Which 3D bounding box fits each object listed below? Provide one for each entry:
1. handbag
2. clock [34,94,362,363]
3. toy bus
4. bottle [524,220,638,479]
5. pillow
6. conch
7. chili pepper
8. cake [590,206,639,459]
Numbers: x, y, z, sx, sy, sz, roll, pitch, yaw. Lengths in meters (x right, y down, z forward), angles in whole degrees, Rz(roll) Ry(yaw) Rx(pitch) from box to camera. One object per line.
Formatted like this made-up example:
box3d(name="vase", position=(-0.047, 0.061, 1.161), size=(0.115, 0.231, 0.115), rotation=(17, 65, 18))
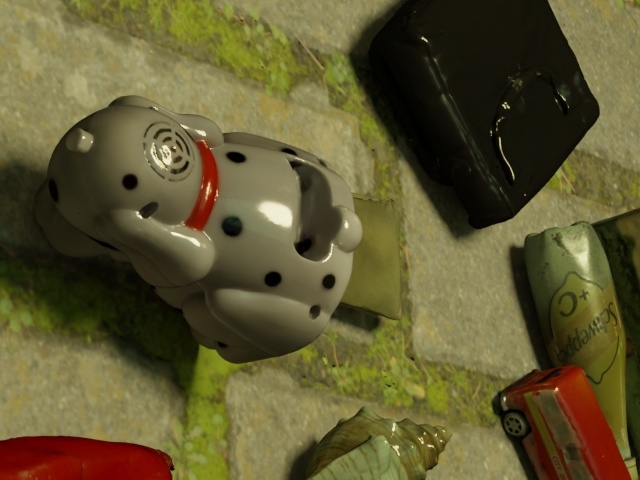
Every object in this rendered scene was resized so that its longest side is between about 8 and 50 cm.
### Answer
box3d(name="handbag", position=(0.169, -0.162, 2.016), size=(0.244, 0.088, 0.275), rotation=(60, 38, -14))
box3d(name="clock", position=(-0.114, -0.024, 1.574), size=(0.254, 0.189, 0.188), rotation=(25, 56, -41))
box3d(name="toy bus", position=(0.247, 0.208, 1.946), size=(0.079, 0.077, 0.174), rotation=(-28, 95, -49))
box3d(name="bottle", position=(0.272, 0.116, 2.011), size=(0.083, 0.083, 0.269), rotation=(-12, 86, -49))
box3d(name="pillow", position=(0.000, 0.000, 1.782), size=(0.208, 0.053, 0.119), rotation=(15, 61, -40))
box3d(name="conch", position=(0.036, 0.211, 1.666), size=(0.114, 0.137, 0.234), rotation=(49, 35, 2))
box3d(name="chili pepper", position=(-0.224, 0.190, 1.420), size=(0.387, 0.110, 0.110), rotation=(-2, 76, -54))
box3d(name="cake", position=(0.395, 0.096, 2.098), size=(0.172, 0.158, 0.283), rotation=(-12, 84, -51))
